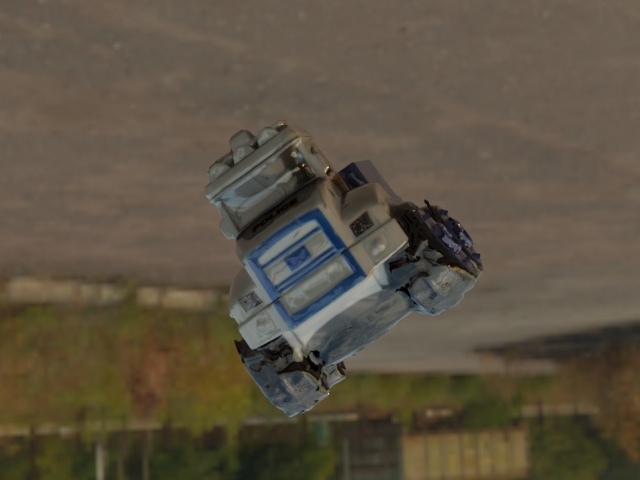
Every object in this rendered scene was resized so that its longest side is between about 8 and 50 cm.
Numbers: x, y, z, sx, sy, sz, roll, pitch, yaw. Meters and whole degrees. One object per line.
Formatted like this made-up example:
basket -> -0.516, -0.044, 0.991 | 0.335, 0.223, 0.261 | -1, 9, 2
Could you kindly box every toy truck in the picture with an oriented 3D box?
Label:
toy truck -> 0.000, 0.000, 1.091 | 0.161, 0.177, 0.213 | -35, 177, 9
